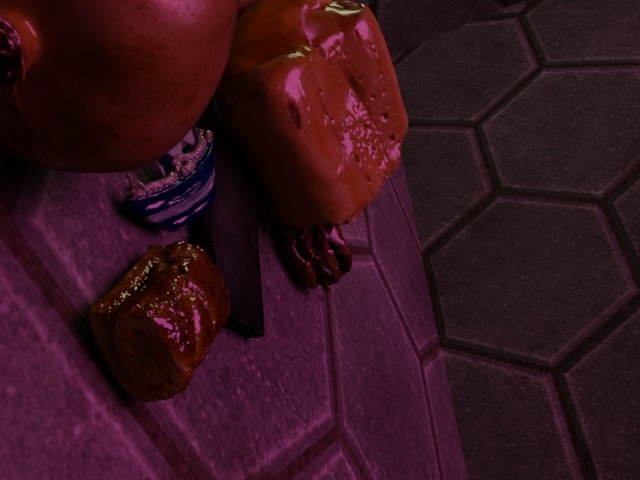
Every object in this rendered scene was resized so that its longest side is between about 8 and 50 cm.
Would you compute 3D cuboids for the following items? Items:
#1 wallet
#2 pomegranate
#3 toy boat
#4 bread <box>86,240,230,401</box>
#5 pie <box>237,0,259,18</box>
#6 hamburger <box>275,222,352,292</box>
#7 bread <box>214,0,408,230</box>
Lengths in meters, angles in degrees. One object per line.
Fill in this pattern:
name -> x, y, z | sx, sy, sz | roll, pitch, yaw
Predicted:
wallet -> -0.147, -0.011, 0.929 | 0.172, 0.045, 0.318 | 48, 29, -57
pomegranate -> -0.222, -0.208, 0.527 | 0.319, 0.319, 0.319 | -18, 90, -72
toy boat -> -0.227, -0.138, 0.752 | 0.291, 0.070, 0.210 | 55, 33, -46
bread -> -0.174, 0.086, 0.666 | 0.172, 0.103, 0.132 | -70, 142, -66
pie -> -0.167, -0.445, 1.073 | 0.084, 0.179, 0.205 | 62, 27, -12
hamburger -> 0.000, 0.000, 1.214 | 0.206, 0.130, 0.183 | -79, 148, -60
bread -> -0.029, -0.264, 1.101 | 0.361, 0.250, 0.394 | -53, 131, -29
